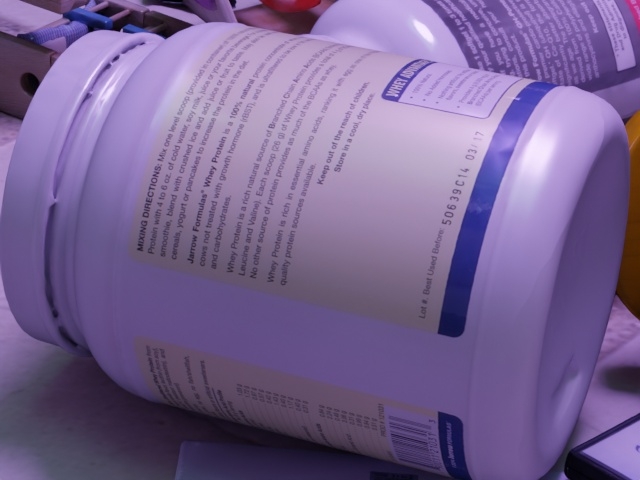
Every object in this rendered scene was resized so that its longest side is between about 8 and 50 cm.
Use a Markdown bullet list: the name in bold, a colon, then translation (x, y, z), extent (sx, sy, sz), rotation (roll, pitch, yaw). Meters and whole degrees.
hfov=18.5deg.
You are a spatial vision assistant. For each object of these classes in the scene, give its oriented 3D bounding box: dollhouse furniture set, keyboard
- **dollhouse furniture set**: translation (-0.169, -0.188, 1.540), extent (0.129, 0.183, 0.129), rotation (21, 33, 27)
- **keyboard**: translation (0.043, 0.148, 1.146), extent (0.256, 0.014, 0.072), rotation (5, 23, 0)

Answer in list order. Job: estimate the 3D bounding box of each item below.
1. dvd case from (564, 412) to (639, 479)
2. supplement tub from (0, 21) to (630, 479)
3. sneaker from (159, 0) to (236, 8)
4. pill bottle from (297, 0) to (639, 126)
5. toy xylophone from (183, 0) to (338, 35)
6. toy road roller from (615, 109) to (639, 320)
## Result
- **dvd case**: translation (0.293, 0.133, 1.188), extent (0.180, 0.022, 0.253), rotation (29, 35, 36)
- **supplement tub**: translation (0.000, 0.000, 1.167), extent (0.325, 0.235, 0.235), rotation (13, 30, 18)
- **sneaker**: translation (-0.144, -0.251, 1.796), extent (0.170, 0.051, 0.089), rotation (16, 26, 13)
- **pill bottle**: translation (0.096, -0.110, 1.448), extent (0.318, 0.176, 0.176), rotation (-18, 36, -36)
- **toy xylophone**: translation (0.018, -0.231, 1.605), extent (0.323, 0.081, 0.236), rotation (-21, 30, -26)
- **toy road roller**: translation (0.340, -0.016, 1.258), extent (0.329, 0.202, 0.240), rotation (2, 16, -6)
